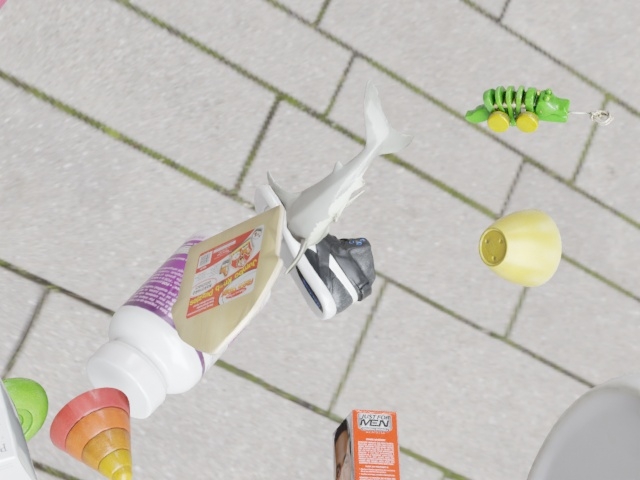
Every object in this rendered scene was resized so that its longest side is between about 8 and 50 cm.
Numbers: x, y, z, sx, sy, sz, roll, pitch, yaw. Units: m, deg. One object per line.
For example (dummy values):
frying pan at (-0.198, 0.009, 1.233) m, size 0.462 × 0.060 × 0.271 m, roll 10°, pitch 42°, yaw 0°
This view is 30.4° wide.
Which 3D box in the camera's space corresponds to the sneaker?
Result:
sneaker at (0.000, 0.000, 1.708) m, size 0.121 × 0.079 × 0.217 m, roll -25°, pitch 80°, yaw -25°

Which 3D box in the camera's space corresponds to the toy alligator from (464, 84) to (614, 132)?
toy alligator at (0.271, -0.172, 1.483) m, size 0.051 × 0.190 × 0.056 m, roll 69°, pitch 34°, yaw -41°

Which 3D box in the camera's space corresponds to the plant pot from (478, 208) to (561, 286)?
plant pot at (0.324, 0.012, 1.987) m, size 0.095 × 0.134 × 0.134 m, roll 0°, pitch 89°, yaw -38°

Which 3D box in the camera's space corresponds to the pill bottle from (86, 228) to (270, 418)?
pill bottle at (-0.224, 0.132, 1.851) m, size 0.169 × 0.169 × 0.301 m, roll 52°, pitch 53°, yaw -14°

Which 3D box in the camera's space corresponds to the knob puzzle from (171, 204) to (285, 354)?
knob puzzle at (-0.114, 0.064, 1.488) m, size 0.030 × 0.213 × 0.213 m, roll 39°, pitch 75°, yaw -34°

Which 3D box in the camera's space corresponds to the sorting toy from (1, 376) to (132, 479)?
sorting toy at (-0.374, 0.266, 1.534) m, size 0.365 × 0.126 × 0.127 m, roll 15°, pitch 116°, yaw -48°

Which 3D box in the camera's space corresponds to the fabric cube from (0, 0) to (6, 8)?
fabric cube at (-0.584, -0.363, 1.532) m, size 0.259 × 0.254 × 0.258 m, roll 19°, pitch 57°, yaw 4°

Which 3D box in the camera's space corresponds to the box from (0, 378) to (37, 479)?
box at (-0.287, 0.164, 0.925) m, size 0.101 × 0.102 × 0.087 m, roll -18°, pitch 65°, yaw -12°

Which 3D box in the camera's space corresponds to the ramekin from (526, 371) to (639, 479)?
ramekin at (0.236, 0.213, 0.804) m, size 0.127 × 0.273 × 0.272 m, roll 18°, pitch 83°, yaw -15°

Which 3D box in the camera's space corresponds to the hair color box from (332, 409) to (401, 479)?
hair color box at (0.040, 0.222, 0.999) m, size 0.043 × 0.072 × 0.141 m, roll 6°, pitch 62°, yaw -13°

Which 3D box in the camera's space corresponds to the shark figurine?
shark figurine at (-0.008, -0.071, 1.508) m, size 0.116 × 0.278 × 0.166 m, roll 41°, pitch 50°, yaw 2°
